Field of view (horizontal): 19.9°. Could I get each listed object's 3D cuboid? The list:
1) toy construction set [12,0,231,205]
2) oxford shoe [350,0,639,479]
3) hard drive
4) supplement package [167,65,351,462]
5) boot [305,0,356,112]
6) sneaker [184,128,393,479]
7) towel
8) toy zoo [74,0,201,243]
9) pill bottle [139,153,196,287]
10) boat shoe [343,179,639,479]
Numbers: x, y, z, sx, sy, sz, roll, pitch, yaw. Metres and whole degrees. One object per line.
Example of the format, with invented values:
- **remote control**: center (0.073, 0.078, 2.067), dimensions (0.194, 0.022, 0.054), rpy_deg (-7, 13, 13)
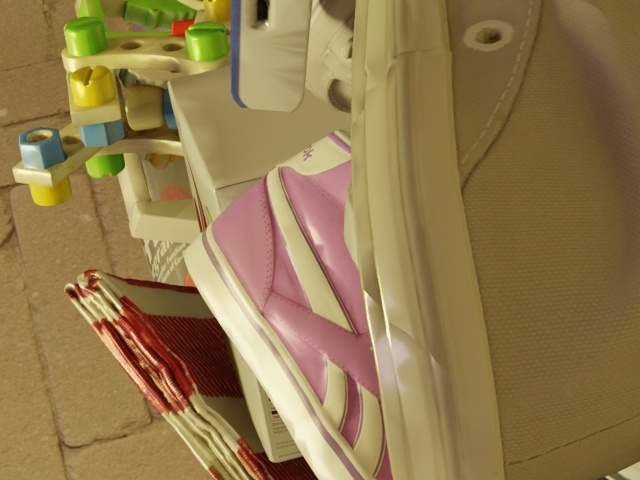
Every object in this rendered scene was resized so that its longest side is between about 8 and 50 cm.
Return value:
- **toy construction set**: center (-0.108, -0.154, 1.390), dimensions (0.328, 0.215, 0.151), rpy_deg (-89, -9, -47)
- **oxford shoe**: center (0.079, -0.093, 0.645), dimensions (0.449, 0.130, 0.169), rpy_deg (-90, -10, -46)
- **hard drive**: center (-0.013, -0.253, 0.910), dimensions (0.210, 0.040, 0.319), rpy_deg (97, 177, -68)
- **supplement package**: center (0.000, 0.000, 1.223), dimensions (0.194, 0.149, 0.203), rpy_deg (-118, 16, -62)
- **boot**: center (0.038, -0.086, 0.989), dimensions (0.258, 0.095, 0.123), rpy_deg (109, 154, -74)
- **sneaker**: center (0.057, 0.063, 1.021), dimensions (0.282, 0.161, 0.102), rpy_deg (54, -166, 13)
- **towel**: center (-0.024, 0.147, 1.297), dimensions (0.329, 0.037, 0.237), rpy_deg (48, -169, 18)
- **toy zoo**: center (-0.076, -0.092, 1.456), dimensions (0.030, 0.192, 0.293), rpy_deg (112, 147, -48)
- **pill bottle**: center (-0.073, -0.022, 1.604), dimensions (0.176, 0.176, 0.319), rpy_deg (87, 167, -52)
- **boat shoe**: center (0.090, 0.051, 0.759), dimensions (0.335, 0.121, 0.119), rpy_deg (-126, 28, -66)
